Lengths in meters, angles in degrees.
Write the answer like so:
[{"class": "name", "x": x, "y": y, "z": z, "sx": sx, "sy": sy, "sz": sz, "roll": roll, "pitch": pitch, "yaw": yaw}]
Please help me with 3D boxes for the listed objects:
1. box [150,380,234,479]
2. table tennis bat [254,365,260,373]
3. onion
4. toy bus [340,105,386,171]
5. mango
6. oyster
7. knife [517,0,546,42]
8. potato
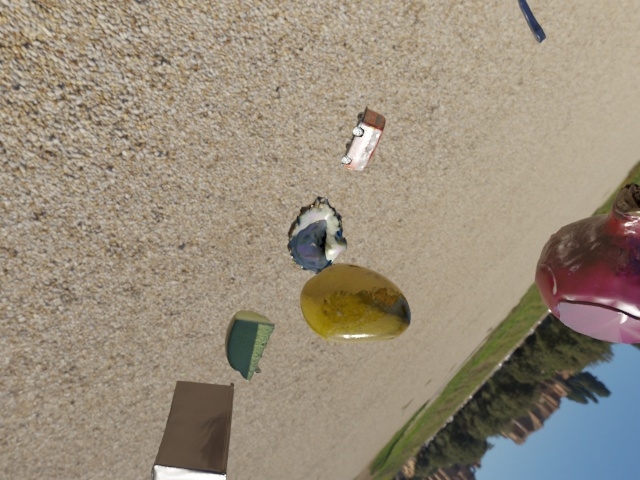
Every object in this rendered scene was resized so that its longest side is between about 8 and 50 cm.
[{"class": "box", "x": -0.292, "y": 0.483, "z": 0.991, "sx": 0.153, "sy": 0.252, "sz": 0.188, "roll": 8, "pitch": 117, "yaw": -10}, {"class": "table tennis bat", "x": -0.198, "y": 0.320, "z": 1.157, "sx": 0.087, "sy": 0.156, "sz": 0.013, "roll": 2, "pitch": 104, "yaw": -29}, {"class": "onion", "x": 0.373, "y": 0.031, "z": 0.513, "sx": 0.139, "sy": 0.195, "sz": 0.218, "roll": -58, "pitch": 144, "yaw": -27}, {"class": "toy bus", "x": 0.110, "y": -0.257, "z": 1.103, "sx": 0.174, "sy": 0.077, "sz": 0.079, "roll": 113, "pitch": -4, "yaw": -52}, {"class": "mango", "x": 0.058, "y": 0.112, "z": 0.713, "sx": 0.098, "sy": 0.195, "sz": 0.137, "roll": 16, "pitch": 90, "yaw": -67}, {"class": "oyster", "x": -0.006, "y": -0.004, "z": 1.209, "sx": 0.198, "sy": 0.092, "sz": 0.259, "roll": -50, "pitch": 131, "yaw": -9}, {"class": "knife", "x": 0.458, "y": -0.488, "z": 0.921, "sx": 0.018, "sy": 0.121, "sz": 0.031, "roll": -34, "pitch": -157, "yaw": 25}, {"class": "potato", "x": -0.194, "y": 0.235, "z": 0.973, "sx": 0.120, "sy": 0.081, "sz": 0.149, "roll": 26, "pitch": 87, "yaw": -44}]
